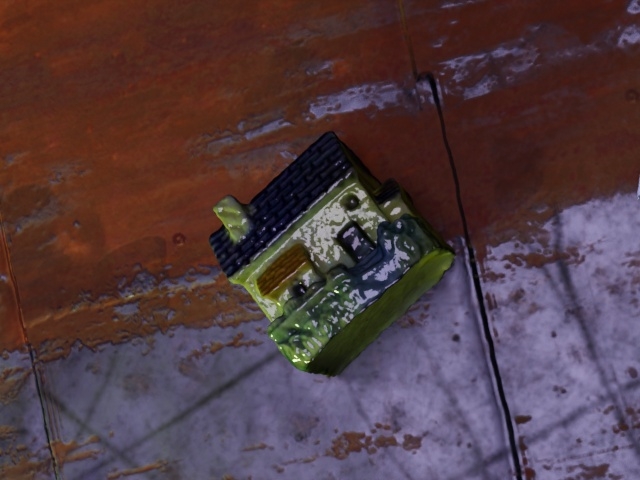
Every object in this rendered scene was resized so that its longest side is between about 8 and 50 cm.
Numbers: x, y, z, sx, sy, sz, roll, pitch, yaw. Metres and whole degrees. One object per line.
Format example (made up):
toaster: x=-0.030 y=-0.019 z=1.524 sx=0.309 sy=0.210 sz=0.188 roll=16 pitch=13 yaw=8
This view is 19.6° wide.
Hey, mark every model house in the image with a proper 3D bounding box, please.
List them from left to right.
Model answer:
model house: x=0.000 y=0.000 z=1.900 sx=0.194 sy=0.170 sz=0.211 roll=-43 pitch=74 yaw=10

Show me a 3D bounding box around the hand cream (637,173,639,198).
hand cream: x=0.455 y=-0.067 z=1.841 sx=0.271 sy=0.058 sz=0.091 roll=9 pitch=94 yaw=20
